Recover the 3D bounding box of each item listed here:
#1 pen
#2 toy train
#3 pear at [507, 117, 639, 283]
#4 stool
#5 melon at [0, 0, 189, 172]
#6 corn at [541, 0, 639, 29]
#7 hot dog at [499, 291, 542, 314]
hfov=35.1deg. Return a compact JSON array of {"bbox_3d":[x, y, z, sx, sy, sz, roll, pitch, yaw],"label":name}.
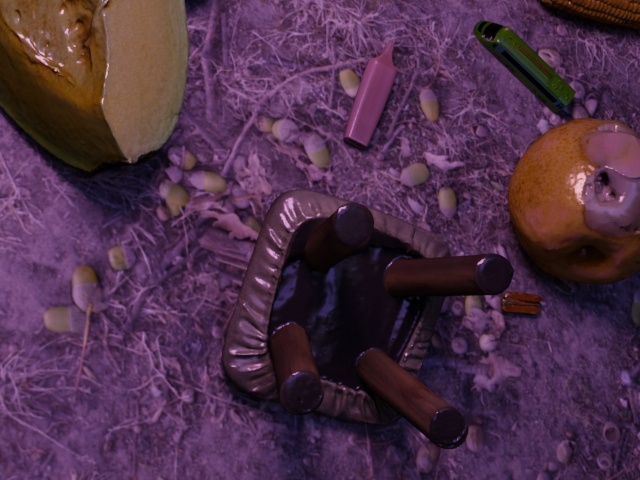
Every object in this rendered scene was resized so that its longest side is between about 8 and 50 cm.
[{"bbox_3d":[0.085,-0.240,1.625,0.053,0.032,0.197,26,70,-15],"label":"pen"},{"bbox_3d":[0.354,-0.310,1.753,0.209,0.042,0.044,41,64,-9],"label":"toy train"},{"bbox_3d":[0.432,-0.067,1.629,0.271,0.271,0.271,6,74,-22],"label":"pear"},{"bbox_3d":[0.059,0.104,1.379,0.310,0.226,0.310,18,87,-19],"label":"stool"},{"bbox_3d":[-0.329,-0.267,1.346,0.331,0.226,0.344,-19,112,-12],"label":"melon"},{"bbox_3d":[0.530,-0.445,1.829,0.317,0.115,0.115,1,76,-23],"label":"corn"},{"bbox_3d":[0.325,0.102,1.647,0.083,0.021,0.037,10,94,-24],"label":"hot dog"}]
